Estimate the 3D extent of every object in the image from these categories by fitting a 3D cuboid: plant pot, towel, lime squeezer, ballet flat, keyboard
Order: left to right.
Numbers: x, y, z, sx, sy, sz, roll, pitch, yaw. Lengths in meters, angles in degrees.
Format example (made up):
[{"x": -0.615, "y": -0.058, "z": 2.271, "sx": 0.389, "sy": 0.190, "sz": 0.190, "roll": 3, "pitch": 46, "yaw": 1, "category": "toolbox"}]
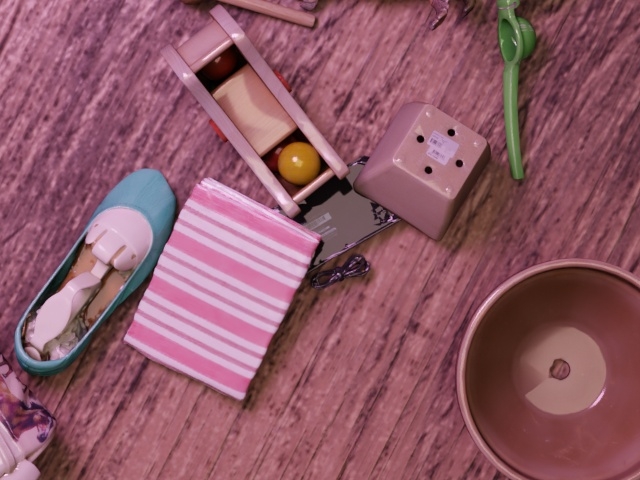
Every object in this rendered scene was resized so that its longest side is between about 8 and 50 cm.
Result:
[{"x": -0.227, "y": 0.036, "z": 1.691, "sx": 0.083, "sy": 0.087, "sz": 0.247, "roll": 35, "pitch": 90, "yaw": -1, "category": "ballet flat"}, {"x": -0.101, "y": 0.051, "z": 1.710, "sx": 0.144, "sy": 0.029, "sz": 0.197, "roll": 27, "pitch": 98, "yaw": 9, "category": "towel"}, {"x": 0.000, "y": 0.000, "z": 1.727, "sx": 0.180, "sy": 0.023, "sz": 0.108, "roll": -30, "pitch": 85, "yaw": 0, "category": "keyboard"}, {"x": 0.111, "y": -0.079, "z": 1.679, "sx": 0.109, "sy": 0.096, "sz": 0.109, "roll": 32, "pitch": 78, "yaw": -1, "category": "plant pot"}, {"x": 0.226, "y": -0.224, "z": 1.720, "sx": 0.110, "sy": 0.059, "sz": 0.310, "roll": 26, "pitch": 90, "yaw": -36, "category": "lime squeezer"}, {"x": 0.250, "y": 0.136, "z": 1.688, "sx": 0.237, "sy": 0.110, "sz": 0.237, "roll": 0, "pitch": 90, "yaw": -1, "category": "plant pot"}]

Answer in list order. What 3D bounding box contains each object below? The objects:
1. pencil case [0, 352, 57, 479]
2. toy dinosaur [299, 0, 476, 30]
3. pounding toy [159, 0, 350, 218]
[{"x": -0.412, "y": 0.073, "z": 1.621, "sx": 0.160, "sy": 0.183, "sz": 0.410, "roll": -32, "pitch": 101, "yaw": -20, "category": "pencil case"}, {"x": 0.102, "y": -0.332, "z": 1.680, "sx": 0.200, "sy": 0.127, "sz": 0.296, "roll": 43, "pitch": 84, "yaw": 6, "category": "toy dinosaur"}, {"x": -0.055, "y": -0.171, "z": 1.658, "sx": 0.155, "sy": 0.154, "sz": 0.269, "roll": -38, "pitch": 91, "yaw": 0, "category": "pounding toy"}]
